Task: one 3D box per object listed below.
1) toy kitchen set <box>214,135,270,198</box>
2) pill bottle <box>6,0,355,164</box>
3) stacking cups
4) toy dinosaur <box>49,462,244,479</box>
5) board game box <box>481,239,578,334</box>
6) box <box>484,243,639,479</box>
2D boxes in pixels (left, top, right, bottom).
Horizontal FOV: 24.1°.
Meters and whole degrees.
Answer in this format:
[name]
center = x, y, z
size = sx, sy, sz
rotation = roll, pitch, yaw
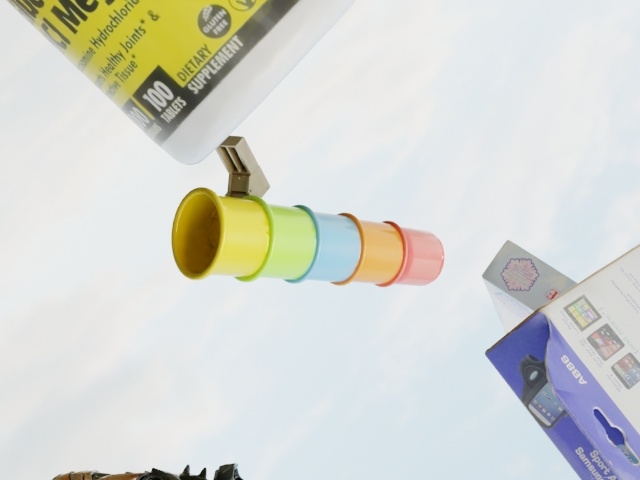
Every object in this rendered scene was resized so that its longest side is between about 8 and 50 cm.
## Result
[toy kitchen set]
center = -0.113, -0.058, 1.600
size = 0.068, 0.075, 0.083
rotation = 6, -133, 38
[pill bottle]
center = -0.150, -0.228, 1.059
size = 0.188, 0.334, 0.188
rotation = -46, -174, 6
[stacking cups]
center = 0.000, 0.000, 1.583
size = 0.096, 0.316, 0.096
rotation = -5, -97, 52
[toy dinosaur]
center = -0.159, 0.221, 1.130
size = 0.218, 0.164, 0.322
rotation = 8, -160, 22
[board game box]
center = 0.376, 0.157, 1.975
size = 0.066, 0.318, 0.318
rotation = -52, 155, -9
[box]
center = 0.103, 0.045, 0.453
size = 0.028, 0.081, 0.136
rotation = -44, 168, 34
